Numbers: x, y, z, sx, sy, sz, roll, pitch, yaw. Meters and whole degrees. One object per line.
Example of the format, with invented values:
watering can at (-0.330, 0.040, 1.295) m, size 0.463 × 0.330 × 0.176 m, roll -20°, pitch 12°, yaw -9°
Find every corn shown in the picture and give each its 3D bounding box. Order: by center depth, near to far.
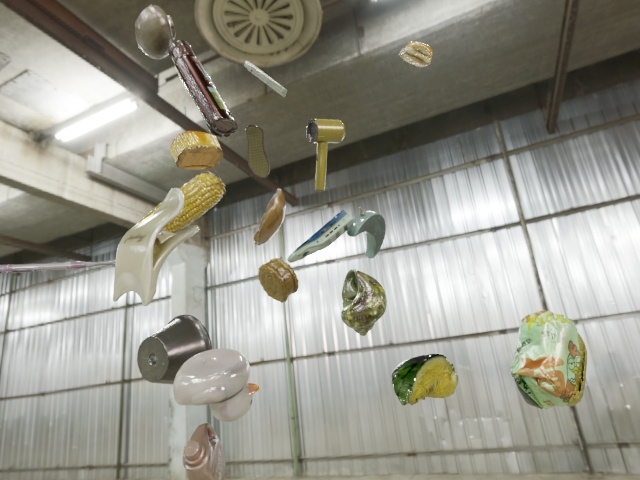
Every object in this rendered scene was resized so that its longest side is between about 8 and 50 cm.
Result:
corn at (-0.416, -0.092, 1.225) m, size 0.305 × 0.106 × 0.106 m, roll -43°, pitch -5°, yaw -23°

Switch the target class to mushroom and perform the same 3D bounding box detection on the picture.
mushroom at (-0.598, -0.746, 1.514) m, size 0.141 × 0.117 × 0.188 m, roll -22°, pitch -17°, yaw -27°

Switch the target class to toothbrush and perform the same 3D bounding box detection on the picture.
toothbrush at (-0.739, 0.076, 1.218) m, size 0.029 × 0.024 × 0.354 m, roll -28°, pitch -17°, yaw 35°

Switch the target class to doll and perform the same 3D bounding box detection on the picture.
doll at (-0.311, 0.452, 1.251) m, size 0.250 × 0.221 × 0.221 m, roll -6°, pitch -17°, yaw -18°

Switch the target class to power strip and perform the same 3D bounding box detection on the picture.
power strip at (0.160, -0.036, 1.383) m, size 0.044 × 0.137 × 0.216 m, roll 25°, pitch -14°, yaw 37°

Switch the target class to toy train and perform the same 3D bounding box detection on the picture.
toy train at (0.000, 0.000, 1.268) m, size 0.234 × 0.051 × 0.052 m, roll -40°, pitch -25°, yaw -12°

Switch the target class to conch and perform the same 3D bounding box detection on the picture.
conch at (0.130, 0.199, 1.302) m, size 0.124 × 0.182 × 0.187 m, roll 27°, pitch -1°, yaw -23°

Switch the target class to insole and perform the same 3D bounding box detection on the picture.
insole at (-0.232, -0.319, 1.502) m, size 0.086 × 0.005 × 0.253 m, roll 10°, pitch -35°, yaw 6°

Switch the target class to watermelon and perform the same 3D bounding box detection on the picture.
watermelon at (0.299, 0.389, 1.168) m, size 0.123 × 0.129 × 0.301 m, roll -26°, pitch -28°, yaw 37°

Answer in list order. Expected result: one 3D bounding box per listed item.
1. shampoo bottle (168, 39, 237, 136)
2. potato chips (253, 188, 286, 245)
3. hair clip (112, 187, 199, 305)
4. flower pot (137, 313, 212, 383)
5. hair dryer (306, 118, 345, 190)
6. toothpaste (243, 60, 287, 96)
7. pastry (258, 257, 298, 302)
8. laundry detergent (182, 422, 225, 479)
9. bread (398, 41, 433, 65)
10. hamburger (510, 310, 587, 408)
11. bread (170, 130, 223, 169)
shampoo bottle at (-0.380, -0.488, 1.316) m, size 0.084 × 0.323 × 0.129 m, roll -32°, pitch -10°, yaw 14°
potato chips at (-0.155, -0.065, 1.317) m, size 0.061 × 0.195 × 0.208 m, roll 22°, pitch -67°, yaw -12°
hair clip at (-0.394, 0.008, 0.974) m, size 0.172 × 0.282 × 0.113 m, roll -2°, pitch -45°, yaw 42°
flower pot at (-0.534, 0.407, 1.463) m, size 0.269 × 0.269 × 0.166 m, roll -18°, pitch -9°, yaw 30°
hair dryer at (0.016, -0.336, 1.632) m, size 0.134 × 0.279 × 0.090 m, roll -7°, pitch 21°, yaw -32°
toothpaste at (-0.239, -0.706, 1.799) m, size 0.218 × 0.033 × 0.052 m, roll 36°, pitch -26°, yaw -7°
pastry at (-0.180, 0.168, 1.768) m, size 0.103 × 0.189 × 0.188 m, roll -34°, pitch 0°, yaw -37°
laundry detergent at (-0.314, 0.568, 1.103) m, size 0.076 × 0.171 × 0.237 m, roll -9°, pitch -51°, yaw -4°
bread at (0.391, -0.755, 1.658) m, size 0.125 × 0.082 × 0.106 m, roll 21°, pitch 9°, yaw -10°
hamburger at (0.552, 0.289, 0.966) m, size 0.235 × 0.214 × 0.125 m, roll 48°, pitch -25°, yaw -15°
bread at (-0.474, -0.344, 1.571) m, size 0.190 × 0.114 × 0.132 m, roll -5°, pitch -35°, yaw -45°
